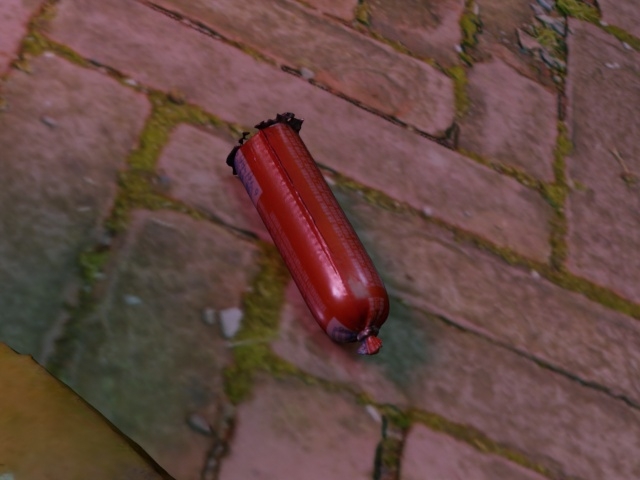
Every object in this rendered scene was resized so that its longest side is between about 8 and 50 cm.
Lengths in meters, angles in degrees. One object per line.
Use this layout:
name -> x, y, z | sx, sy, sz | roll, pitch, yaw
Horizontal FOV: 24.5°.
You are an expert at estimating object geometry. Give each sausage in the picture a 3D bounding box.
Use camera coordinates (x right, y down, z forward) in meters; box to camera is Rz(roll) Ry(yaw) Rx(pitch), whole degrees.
sausage -> 0.000, 0.000, 0.771 | 0.145, 0.050, 0.048 | 61, 4, 32

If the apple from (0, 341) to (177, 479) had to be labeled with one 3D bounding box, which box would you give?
apple -> -0.123, 0.135, 0.482 | 0.265, 0.120, 0.193 | 41, 49, 14
